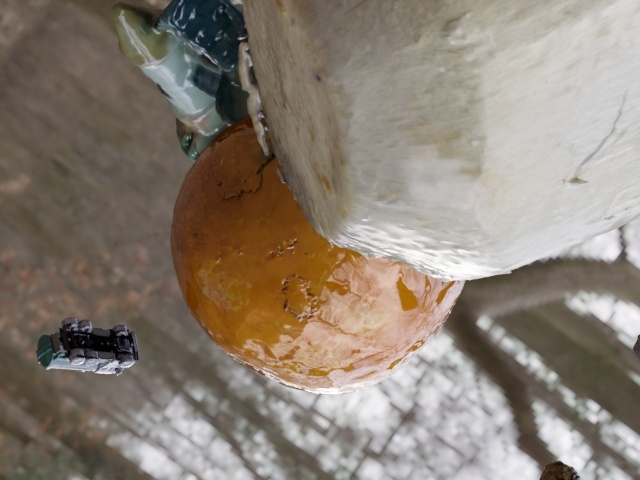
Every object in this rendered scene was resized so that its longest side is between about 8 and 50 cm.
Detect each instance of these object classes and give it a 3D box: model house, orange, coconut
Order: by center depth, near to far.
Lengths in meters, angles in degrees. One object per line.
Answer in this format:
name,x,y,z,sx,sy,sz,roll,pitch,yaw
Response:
coconut,0.131,-0.157,1.146,0.360,0.346,0.346,-21,-175,-13
orange,0.000,0.000,1.371,0.246,0.246,0.246,-50,-168,15
model house,-0.064,-0.172,1.518,0.267,0.325,0.194,34,-98,34

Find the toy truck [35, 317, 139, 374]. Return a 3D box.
toy truck,-0.200,0.094,1.439,0.044,0.083,0.039,-36,-121,36

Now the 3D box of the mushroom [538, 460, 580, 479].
mushroom,0.256,0.335,1.746,0.148,0.217,0.227,3,-142,44

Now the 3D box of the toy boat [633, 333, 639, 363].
toy boat,0.398,0.059,1.514,0.283,0.127,0.078,-38,-173,-34
